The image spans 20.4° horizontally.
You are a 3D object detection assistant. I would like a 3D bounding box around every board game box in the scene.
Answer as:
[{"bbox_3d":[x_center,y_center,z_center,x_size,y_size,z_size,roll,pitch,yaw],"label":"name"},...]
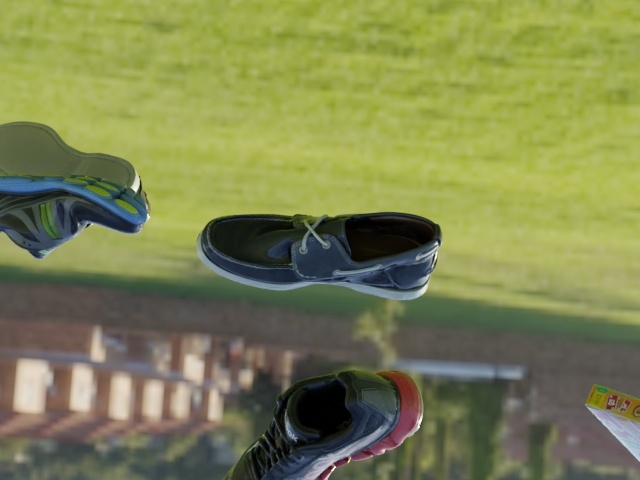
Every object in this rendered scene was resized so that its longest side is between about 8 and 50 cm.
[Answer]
[{"bbox_3d":[0.412,0.246,2.071,0.124,0.039,0.259,17,166,39],"label":"board game box"}]

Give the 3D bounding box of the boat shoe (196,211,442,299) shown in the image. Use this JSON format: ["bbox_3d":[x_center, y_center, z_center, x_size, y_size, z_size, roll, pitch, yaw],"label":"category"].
[{"bbox_3d":[0.000,0.000,1.692,0.233,0.084,0.079,5,145,-12],"label":"boat shoe"}]

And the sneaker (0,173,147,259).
[{"bbox_3d":[-0.241,-0.021,1.648,0.188,0.078,0.067,3,-173,24],"label":"sneaker"}]

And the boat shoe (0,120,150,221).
[{"bbox_3d":[-0.286,-0.069,1.982,0.228,0.081,0.068,21,155,33],"label":"boat shoe"}]

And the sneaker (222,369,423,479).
[{"bbox_3d":[-0.024,0.223,1.972,0.276,0.097,0.135,-35,147,24],"label":"sneaker"}]
